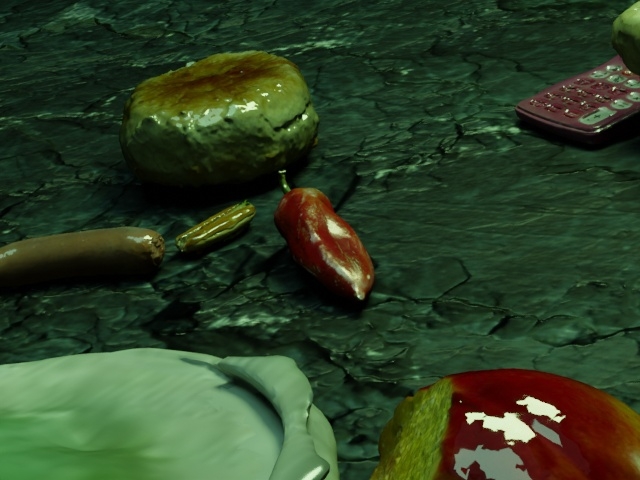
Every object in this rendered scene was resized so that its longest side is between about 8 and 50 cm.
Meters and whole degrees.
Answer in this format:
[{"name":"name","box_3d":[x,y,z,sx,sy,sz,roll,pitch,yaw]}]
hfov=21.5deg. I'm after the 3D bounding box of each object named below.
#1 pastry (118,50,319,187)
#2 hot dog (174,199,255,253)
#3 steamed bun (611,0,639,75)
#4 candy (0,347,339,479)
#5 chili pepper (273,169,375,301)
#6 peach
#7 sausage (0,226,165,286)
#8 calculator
[{"name":"pastry","box_3d":[-0.096,-0.109,1.562,0.182,0.093,0.192,-10,22,-4]},{"name":"hot dog","box_3d":[-0.087,-0.009,1.426,0.083,0.021,0.037,-29,19,-33]},{"name":"steamed bun","box_3d":[0.391,-0.152,1.391,0.295,0.137,0.292,-31,33,-21]},{"name":"candy","box_3d":[-0.160,0.186,0.809,0.386,0.186,0.427,1,28,31]},{"name":"chili pepper","box_3d":[0.001,0.001,1.323,0.059,0.050,0.191,19,21,-30]},{"name":"peach","box_3d":[0.082,0.144,0.798,0.192,0.190,0.190,24,40,32]},{"name":"sausage","box_3d":[-0.214,0.016,1.403,0.177,0.040,0.047,-6,31,14]},{"name":"calculator","box_3d":[0.281,-0.137,1.532,0.190,0.034,0.126,-27,28,-20]}]
